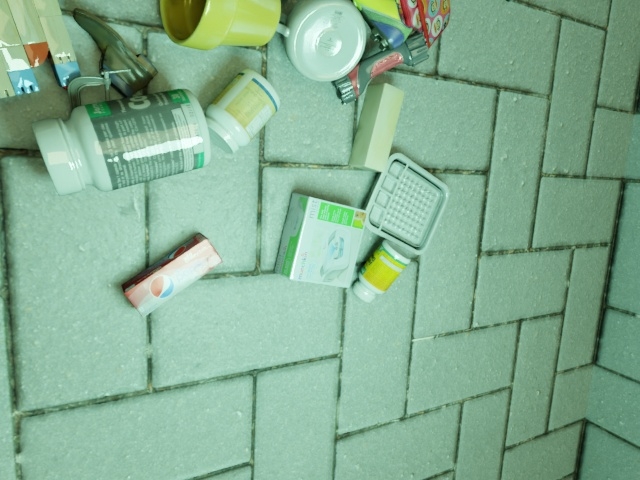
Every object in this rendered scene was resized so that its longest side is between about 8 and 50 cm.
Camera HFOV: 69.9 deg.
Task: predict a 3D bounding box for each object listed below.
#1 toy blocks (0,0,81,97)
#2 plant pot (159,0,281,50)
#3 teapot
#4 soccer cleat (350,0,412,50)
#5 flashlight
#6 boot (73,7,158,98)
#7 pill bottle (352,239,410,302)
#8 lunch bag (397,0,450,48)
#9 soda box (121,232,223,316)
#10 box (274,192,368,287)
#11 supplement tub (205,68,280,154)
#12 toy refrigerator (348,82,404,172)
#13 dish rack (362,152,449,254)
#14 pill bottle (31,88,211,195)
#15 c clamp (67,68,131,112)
[{"bbox_3d":[-0.700,-0.425,0.975,0.381,0.190,0.261,-26,125,-33],"label":"toy blocks"},{"bbox_3d":[-0.239,-0.601,1.157,0.238,0.253,0.254,-5,103,-44],"label":"plant pot"},{"bbox_3d":[-0.005,-0.598,1.319,0.252,0.187,0.256,-32,136,8],"label":"teapot"},{"bbox_3d":[0.157,-0.696,1.338,0.121,0.093,0.289,-36,97,5],"label":"soccer cleat"},{"bbox_3d":[0.185,-0.531,1.420,0.303,0.103,0.103,-24,140,3],"label":"flashlight"},{"bbox_3d":[-0.517,-0.447,1.112,0.219,0.082,0.106,38,78,-32],"label":"boot"},{"bbox_3d":[0.205,0.111,1.588,0.117,0.118,0.208,27,109,-31],"label":"pill bottle"},{"bbox_3d":[0.292,-0.746,1.445,0.258,0.120,0.293,-52,142,-14],"label":"lunch bag"},{"bbox_3d":[-0.411,0.092,1.279,0.263,0.083,0.092,-37,115,-18],"label":"soda box"},{"bbox_3d":[0.000,0.000,1.471,0.230,0.126,0.262,12,95,-33],"label":"box"},{"bbox_3d":[-0.222,-0.352,1.261,0.144,0.144,0.200,45,78,-28],"label":"supplement tub"},{"bbox_3d":[0.187,-0.367,1.514,0.094,0.102,0.270,12,93,-31],"label":"toy refrigerator"},{"bbox_3d":[0.299,-0.127,1.644,0.332,0.072,0.286,25,86,-31],"label":"dish rack"},{"bbox_3d":[-0.469,-0.236,1.110,0.360,0.204,0.205,-20,109,-25],"label":"pill bottle"},{"bbox_3d":[-0.533,-0.344,1.105,0.137,0.022,0.161,-14,151,-36],"label":"c clamp"}]
